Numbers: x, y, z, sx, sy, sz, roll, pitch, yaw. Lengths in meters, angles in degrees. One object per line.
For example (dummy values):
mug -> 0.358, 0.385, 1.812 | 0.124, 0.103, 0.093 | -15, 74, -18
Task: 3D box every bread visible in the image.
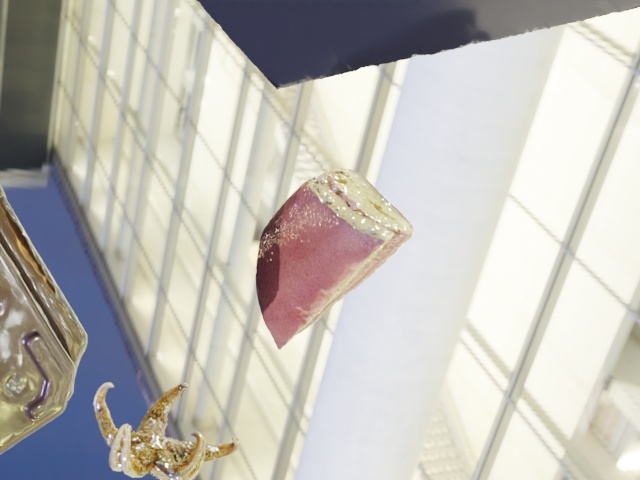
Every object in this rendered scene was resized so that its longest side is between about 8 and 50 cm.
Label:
bread -> -0.001, 0.000, 0.887 | 0.067, 0.192, 0.119 | 6, -124, -29

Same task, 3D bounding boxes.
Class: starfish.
starfish -> -0.203, 0.253, 1.418 | 0.190, 0.074, 0.146 | 13, -152, -25

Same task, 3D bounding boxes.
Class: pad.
pad -> 0.028, -0.206, 0.689 | 0.368, 0.247, 0.007 | -5, -129, 44

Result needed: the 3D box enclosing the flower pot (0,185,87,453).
flower pot -> -0.258, 0.052, 0.711 | 0.179, 0.250, 0.084 | -33, -153, -19
